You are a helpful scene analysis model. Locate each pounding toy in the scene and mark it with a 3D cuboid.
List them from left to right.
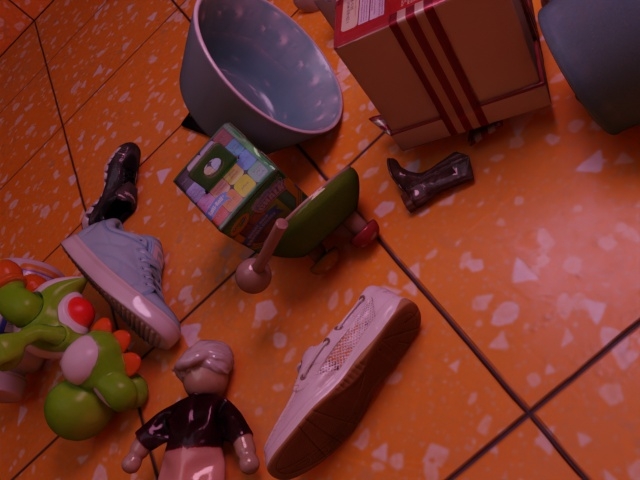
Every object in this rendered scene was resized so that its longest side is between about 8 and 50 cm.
[{"bbox_3d":[0.000,0.000,0.834,0.237,0.110,0.183,-42,-1,-44],"label":"pounding toy"}]

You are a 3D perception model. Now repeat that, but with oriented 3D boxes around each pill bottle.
[{"bbox_3d":[-0.635,0.185,1.159,0.152,0.152,0.272,-16,55,27],"label":"pill bottle"}]

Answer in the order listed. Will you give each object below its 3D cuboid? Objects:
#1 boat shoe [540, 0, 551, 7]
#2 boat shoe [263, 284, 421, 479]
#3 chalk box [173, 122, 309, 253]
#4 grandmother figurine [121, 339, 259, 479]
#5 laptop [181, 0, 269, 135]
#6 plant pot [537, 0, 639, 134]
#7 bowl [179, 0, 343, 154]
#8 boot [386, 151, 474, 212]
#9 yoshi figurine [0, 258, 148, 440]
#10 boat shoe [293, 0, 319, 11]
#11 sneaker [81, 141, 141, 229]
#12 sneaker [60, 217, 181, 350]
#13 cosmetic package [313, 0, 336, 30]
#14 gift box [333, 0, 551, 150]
[{"bbox_3d":[0.402,-0.478,0.845,0.123,0.116,0.325,9,68,39],"label":"boat shoe"},{"bbox_3d":[0.016,0.177,0.734,0.277,0.098,0.096,-49,45,-12],"label":"boat shoe"},{"bbox_3d":[-0.127,-0.084,0.896,0.132,0.213,0.132,-47,67,3],"label":"chalk box"},{"bbox_3d":[-0.183,0.302,0.801,0.207,0.104,0.343,-1,56,4],"label":"grandmother figurine"},{"bbox_3d":[-0.210,-0.368,1.207,0.234,0.136,0.264,26,80,43],"label":"laptop"},{"bbox_3d":[0.401,-0.261,0.625,0.255,0.271,0.272,-30,47,36],"label":"plant pot"},{"bbox_3d":[-0.127,-0.276,1.011,0.163,0.311,0.312,-36,44,38],"label":"bowl"},{"bbox_3d":[0.164,-0.109,0.840,0.114,0.037,0.107,-32,61,20],"label":"boot"},{"bbox_3d":[-0.467,0.207,0.979,0.362,0.203,0.203,35,127,20],"label":"yoshi figurine"},{"bbox_3d":[-0.002,-0.531,1.221,0.125,0.046,0.038,5,66,35],"label":"boat shoe"},{"bbox_3d":[-0.446,-0.112,1.264,0.106,0.078,0.235,9,72,36],"label":"sneaker"},{"bbox_3d":[-0.347,0.054,1.051,0.150,0.135,0.365,-41,55,-22],"label":"sneaker"},{"bbox_3d":[0.138,-0.544,1.082,0.160,0.113,0.310,22,77,42],"label":"cosmetic package"},{"bbox_3d":[0.163,-0.301,0.810,0.276,0.258,0.255,-10,57,32],"label":"gift box"}]
